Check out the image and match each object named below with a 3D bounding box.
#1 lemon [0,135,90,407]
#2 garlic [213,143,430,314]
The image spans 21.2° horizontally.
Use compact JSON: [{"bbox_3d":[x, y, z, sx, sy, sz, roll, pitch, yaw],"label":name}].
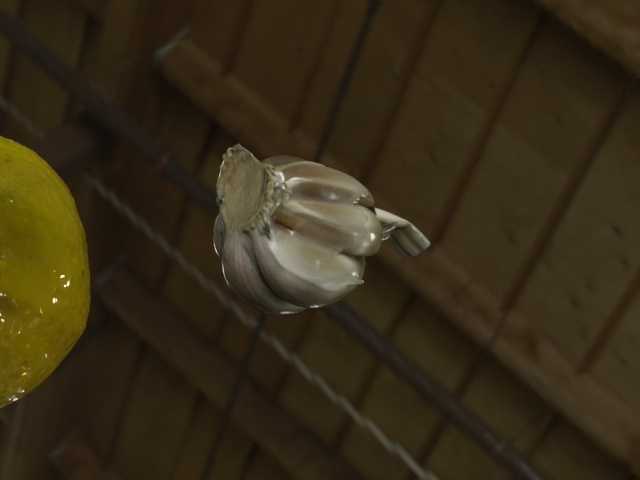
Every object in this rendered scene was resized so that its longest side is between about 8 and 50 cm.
[{"bbox_3d":[-0.389,0.032,1.791,0.336,0.336,0.336,28,-44,30],"label":"lemon"},{"bbox_3d":[0.000,0.000,1.368,0.131,0.194,0.127,12,-87,46],"label":"garlic"}]
